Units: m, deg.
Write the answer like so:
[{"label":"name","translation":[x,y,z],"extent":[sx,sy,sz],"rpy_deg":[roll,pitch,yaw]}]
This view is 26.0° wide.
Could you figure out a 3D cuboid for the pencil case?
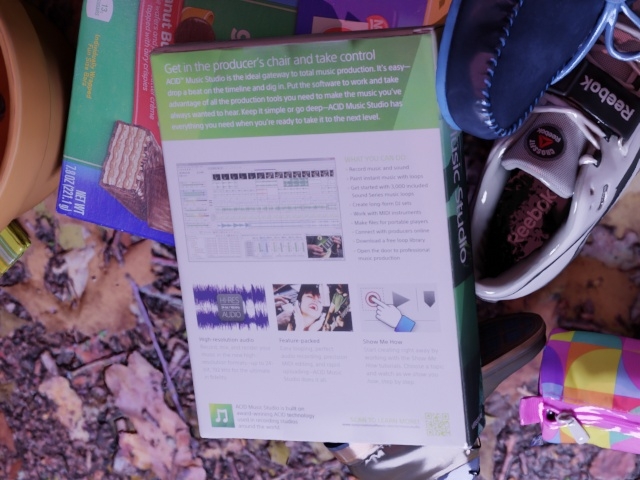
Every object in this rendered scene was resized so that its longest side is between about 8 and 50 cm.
[{"label":"pencil case","translation":[0.284,0.134,1.109],"extent":[0.236,0.104,0.105],"rpy_deg":[6,102,17]}]

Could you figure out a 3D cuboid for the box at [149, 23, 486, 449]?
[{"label":"box","translation":[0.000,0.000,1.074],"extent":[0.232,0.058,0.322],"rpy_deg":[0,105,21]}]

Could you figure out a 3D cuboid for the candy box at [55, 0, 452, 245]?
[{"label":"candy box","translation":[-0.043,-0.116,1.157],"extent":[0.317,0.122,0.268],"rpy_deg":[14,106,15]}]

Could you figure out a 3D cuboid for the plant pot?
[{"label":"plant pot","translation":[-0.334,-0.117,1.202],"extent":[0.290,0.203,0.291],"rpy_deg":[1,94,20]}]

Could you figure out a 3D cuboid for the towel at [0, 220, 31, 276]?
[{"label":"towel","translation":[-0.385,0.045,1.361],"extent":[0.237,0.021,0.102],"rpy_deg":[-45,79,22]}]

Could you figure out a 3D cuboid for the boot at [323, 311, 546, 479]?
[{"label":"boot","translation":[0.120,0.150,1.194],"extent":[0.219,0.082,0.106],"rpy_deg":[-33,111,17]}]

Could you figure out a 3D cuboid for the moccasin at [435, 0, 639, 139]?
[{"label":"moccasin","translation":[0.199,-0.222,0.984],"extent":[0.116,0.137,0.342],"rpy_deg":[24,82,30]}]

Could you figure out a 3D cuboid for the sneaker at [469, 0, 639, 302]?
[{"label":"sneaker","translation":[0.205,-0.090,1.069],"extent":[0.122,0.146,0.331],"rpy_deg":[28,106,13]}]
